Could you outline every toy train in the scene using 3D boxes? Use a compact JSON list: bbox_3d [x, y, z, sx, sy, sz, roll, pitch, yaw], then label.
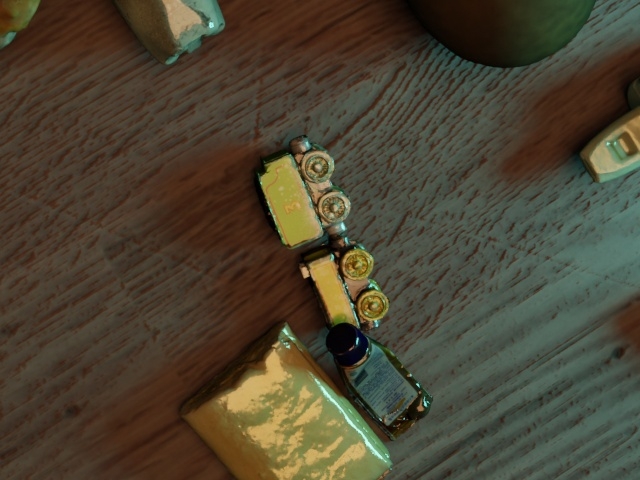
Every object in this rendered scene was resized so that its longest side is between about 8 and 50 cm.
[{"bbox_3d":[0.000,0.000,1.319,0.081,0.060,0.202,-23,101,-3],"label":"toy train"}]

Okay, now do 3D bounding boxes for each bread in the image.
[{"bbox_3d":[-0.030,0.188,1.330,0.139,0.060,0.178,-41,104,-6],"label":"bread"}]

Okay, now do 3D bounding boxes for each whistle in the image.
[{"bbox_3d":[0.368,-0.138,1.373,0.253,0.105,0.101,-31,61,-8],"label":"whistle"}]

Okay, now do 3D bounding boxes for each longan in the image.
[{"bbox_3d":[0.166,-0.265,1.264,0.198,0.198,0.212,0,100,-14],"label":"longan"}]

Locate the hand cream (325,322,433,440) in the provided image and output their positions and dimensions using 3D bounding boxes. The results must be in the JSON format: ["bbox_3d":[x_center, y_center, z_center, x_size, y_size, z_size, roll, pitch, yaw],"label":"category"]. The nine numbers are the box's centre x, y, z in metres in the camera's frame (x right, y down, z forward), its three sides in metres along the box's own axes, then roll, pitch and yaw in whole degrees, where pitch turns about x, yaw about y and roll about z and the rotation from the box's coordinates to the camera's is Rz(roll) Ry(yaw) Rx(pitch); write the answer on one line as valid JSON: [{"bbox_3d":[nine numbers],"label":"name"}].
[{"bbox_3d":[0.054,0.134,1.337,0.062,0.039,0.163,-47,135,-9],"label":"hand cream"}]

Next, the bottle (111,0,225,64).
[{"bbox_3d":[-0.187,-0.286,1.231,0.083,0.083,0.269,-35,95,-8],"label":"bottle"}]

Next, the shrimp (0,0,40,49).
[{"bbox_3d":[-0.420,-0.310,1.140,0.445,0.085,0.272,35,121,0],"label":"shrimp"}]
